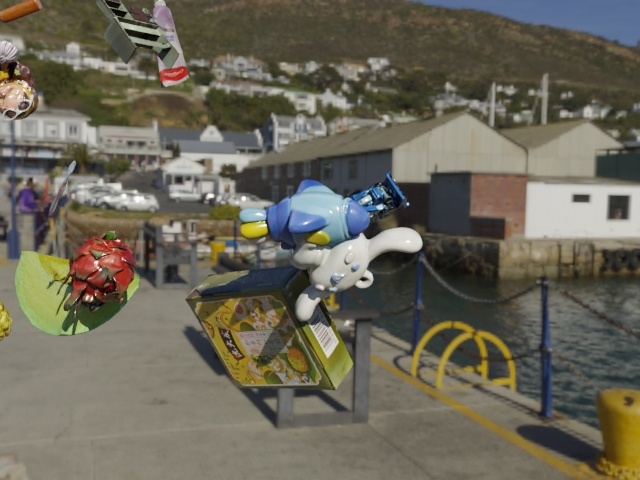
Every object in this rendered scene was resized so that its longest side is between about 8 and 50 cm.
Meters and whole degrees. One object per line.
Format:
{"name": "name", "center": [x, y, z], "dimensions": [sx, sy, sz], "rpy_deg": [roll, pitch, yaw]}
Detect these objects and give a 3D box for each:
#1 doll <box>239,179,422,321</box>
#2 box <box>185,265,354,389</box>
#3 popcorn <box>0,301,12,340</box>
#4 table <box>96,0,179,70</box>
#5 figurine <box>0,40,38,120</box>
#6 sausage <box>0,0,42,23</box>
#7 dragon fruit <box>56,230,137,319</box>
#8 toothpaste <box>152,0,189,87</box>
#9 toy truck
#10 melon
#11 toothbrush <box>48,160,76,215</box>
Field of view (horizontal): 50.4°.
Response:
{"name": "doll", "center": [0.002, 0.003, 1.662], "dimensions": [0.365, 0.376, 0.187], "rpy_deg": [46, 3, -23]}
{"name": "box", "center": [-0.156, 0.272, 2.062], "dimensions": [0.420, 0.373, 0.138], "rpy_deg": [-8, 28, 36]}
{"name": "popcorn", "center": [-1.027, 0.231, 2.009], "dimensions": [0.200, 0.203, 0.226], "rpy_deg": [-33, 2, -7]}
{"name": "table", "center": [-0.450, -0.499, 1.645], "dimensions": [0.062, 0.175, 0.146], "rpy_deg": [-47, -18, 27]}
{"name": "figurine", "center": [-0.781, -0.398, 1.629], "dimensions": [0.174, 0.240, 0.116], "rpy_deg": [-35, 25, 0]}
{"name": "sausage", "center": [-0.881, -0.671, 1.987], "dimensions": [0.131, 0.039, 0.041], "rpy_deg": [-21, 33, 4]}
{"name": "dragon fruit", "center": [-0.640, 0.103, 1.967], "dimensions": [0.192, 0.274, 0.193], "rpy_deg": [18, -9, -1]}
{"name": "toothpaste", "center": [-0.420, -0.545, 1.863], "dimensions": [0.075, 0.301, 0.048], "rpy_deg": [-4, -27, -24]}
{"name": "toy truck", "center": [0.198, -0.141, 2.238], "dimensions": [0.208, 0.113, 0.126], "rpy_deg": [-24, -19, -25]}
{"name": "melon", "center": [-0.811, 0.138, 2.176], "dimensions": [0.343, 0.226, 0.331], "rpy_deg": [15, 49, 38]}
{"name": "toothbrush", "center": [-0.632, -0.123, 1.658], "dimensions": [0.013, 0.193, 0.019], "rpy_deg": [26, 37, -19]}
